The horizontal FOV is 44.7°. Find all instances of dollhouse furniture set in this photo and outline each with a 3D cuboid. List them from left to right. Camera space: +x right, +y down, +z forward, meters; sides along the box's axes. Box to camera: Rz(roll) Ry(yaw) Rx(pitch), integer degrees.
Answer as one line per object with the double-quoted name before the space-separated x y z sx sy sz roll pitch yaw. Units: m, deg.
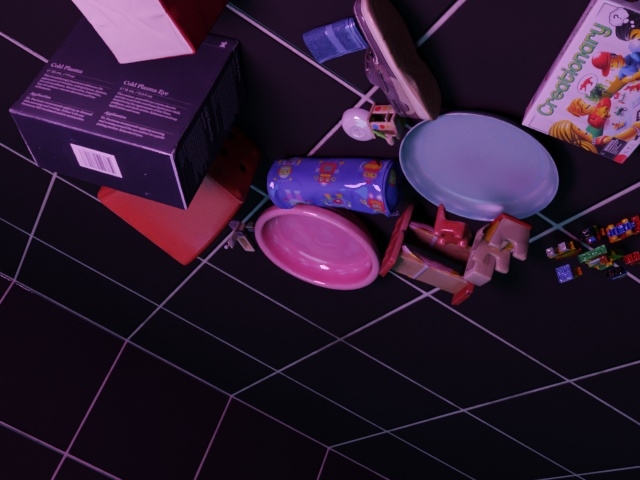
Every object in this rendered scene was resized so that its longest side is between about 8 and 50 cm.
"dollhouse furniture set" -0.207 0.013 2.109 0.090 0.081 0.114 3 144 30
"dollhouse furniture set" 0.280 -0.008 1.634 0.201 0.152 0.374 23 157 -4

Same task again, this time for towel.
"towel" 0.027 -0.366 1.418 0.119 0.029 0.067 -5 138 39

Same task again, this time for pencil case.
"pencil case" 0.038 -0.120 1.707 0.305 0.120 0.133 5 156 28

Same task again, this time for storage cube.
"storage cube" -0.289 -0.445 1.345 0.214 0.193 0.184 3 144 32

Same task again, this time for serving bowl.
"serving bowl" 0.080 -0.232 1.593 0.083 0.027 0.083 17 150 10

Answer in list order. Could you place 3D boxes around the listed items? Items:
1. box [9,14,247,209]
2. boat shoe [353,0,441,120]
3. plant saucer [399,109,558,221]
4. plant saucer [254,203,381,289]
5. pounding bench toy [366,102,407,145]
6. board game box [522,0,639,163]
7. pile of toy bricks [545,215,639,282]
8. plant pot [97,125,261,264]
"box" -0.365 -0.269 1.551 0.343 0.313 0.179 17 149 12
"boat shoe" 0.122 -0.312 1.372 0.092 0.103 0.285 -7 144 33
"plant saucer" 0.314 -0.152 1.549 0.317 0.044 0.318 16 148 10
"plant saucer" 0.000 0.000 1.953 0.331 0.084 0.332 16 149 10
"pounding bench toy" 0.122 -0.223 1.523 0.065 0.083 0.052 4 145 28
"board game box" 0.476 -0.262 1.259 0.192 0.053 0.305 22 149 3
"pile of toy bricks" 0.589 0.031 1.611 0.105 0.118 0.212 6 155 -42
"plant pot" -0.290 -0.152 1.759 0.235 0.267 0.267 -26 126 38
